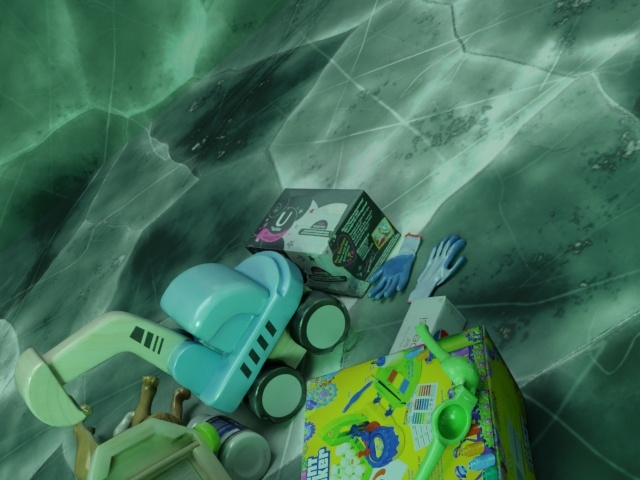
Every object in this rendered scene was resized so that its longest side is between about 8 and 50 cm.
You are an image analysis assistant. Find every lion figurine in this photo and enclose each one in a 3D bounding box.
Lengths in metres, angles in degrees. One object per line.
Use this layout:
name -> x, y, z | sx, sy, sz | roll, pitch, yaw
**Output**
lion figurine -> -0.373, 0.405, 1.918 | 0.392, 0.142, 0.240 | -34, 36, 42

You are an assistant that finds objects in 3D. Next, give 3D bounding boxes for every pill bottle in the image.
pill bottle -> -0.168, 0.358, 1.746 | 0.094, 0.094, 0.169 | -53, 32, -17

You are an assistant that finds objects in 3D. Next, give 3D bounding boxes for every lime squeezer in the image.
lime squeezer -> 0.145, 0.207, 1.256 | 0.109, 0.059, 0.310 | -14, 40, 26

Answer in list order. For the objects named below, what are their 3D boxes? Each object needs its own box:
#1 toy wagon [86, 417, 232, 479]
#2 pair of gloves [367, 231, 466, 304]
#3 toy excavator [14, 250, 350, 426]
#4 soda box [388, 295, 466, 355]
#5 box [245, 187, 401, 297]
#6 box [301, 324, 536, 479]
toy wagon -> -0.215, 0.442, 1.541 | 0.267, 0.344, 0.068 | -24, -20, -43
pair of gloves -> 0.174, 0.049, 1.806 | 0.198, 0.023, 0.159 | 2, 52, 51
toy excavator -> -0.240, 0.170, 1.727 | 0.433, 0.445, 0.222 | -58, 32, -4
soda box -> 0.156, 0.195, 1.601 | 0.073, 0.069, 0.216 | -8, 44, 45
box -> 0.000, 0.000, 1.949 | 0.247, 0.142, 0.163 | 4, 54, 52
box -> 0.132, 0.308, 1.348 | 0.279, 0.177, 0.290 | -19, 37, 19
